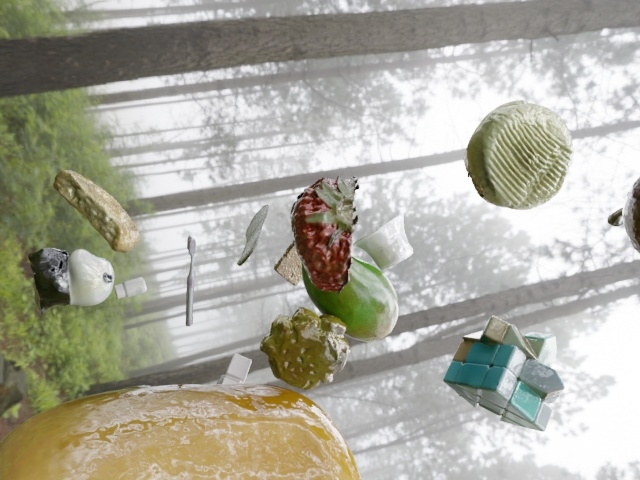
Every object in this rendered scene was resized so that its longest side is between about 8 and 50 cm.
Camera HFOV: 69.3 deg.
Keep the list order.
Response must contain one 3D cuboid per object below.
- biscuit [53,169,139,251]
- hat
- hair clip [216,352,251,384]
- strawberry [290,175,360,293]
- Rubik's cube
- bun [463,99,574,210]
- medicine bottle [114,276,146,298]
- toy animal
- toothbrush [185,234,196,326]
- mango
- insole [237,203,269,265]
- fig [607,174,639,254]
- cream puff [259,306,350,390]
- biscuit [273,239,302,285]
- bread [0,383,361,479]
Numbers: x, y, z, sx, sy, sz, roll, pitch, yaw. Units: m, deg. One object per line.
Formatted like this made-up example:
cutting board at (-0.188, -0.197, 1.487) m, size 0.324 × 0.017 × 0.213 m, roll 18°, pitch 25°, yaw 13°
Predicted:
biscuit at (-0.620, -0.084, 1.320) m, size 0.274 × 0.091 × 0.213 m, roll 44°, pitch -6°, yaw -5°
hat at (0.204, 0.015, 1.420) m, size 0.126 × 0.203 × 0.203 m, roll 61°, pitch -15°, yaw 5°
hair clip at (-0.278, 0.460, 1.324) m, size 0.331 × 0.085 × 0.101 m, roll -77°, pitch -170°, yaw -64°
strawberry at (0.002, -0.018, 1.055) m, size 0.280 × 0.150 × 0.254 m, roll 104°, pitch -8°, yaw -74°
Rubik's cube at (0.451, 0.302, 1.109) m, size 0.224 × 0.213 × 0.265 m, roll 42°, pitch -23°, yaw -16°
bun at (0.389, -0.173, 0.942) m, size 0.134 × 0.220 × 0.221 m, roll -138°, pitch -141°, yaw -78°
medicine bottle at (-0.602, 0.152, 1.468) m, size 0.052 × 0.089 × 0.052 m, roll 38°, pitch -44°, yaw 49°
toy animal at (-0.585, 0.092, 1.096) m, size 0.166 × 0.179 × 0.138 m, roll 127°, pitch -45°, yaw -56°
toothbrush at (-0.402, 0.132, 1.423) m, size 0.029 × 0.024 × 0.354 m, roll 45°, pitch -44°, yaw 38°
mango at (0.090, 0.151, 1.388) m, size 0.382 × 0.225 × 0.201 m, roll 51°, pitch 38°, yaw -21°
insole at (-0.200, -0.028, 1.389) m, size 0.119 × 0.009 × 0.348 m, roll -46°, pitch -162°, yaw 21°
fig at (0.623, -0.046, 0.851) m, size 0.321 × 0.216 × 0.217 m, roll -162°, pitch -118°, yaw -86°
cream puff at (-0.043, 0.294, 1.295) m, size 0.196 × 0.244 × 0.244 m, roll 8°, pitch -71°, yaw 60°
biscuit at (-0.059, 0.039, 1.644) m, size 0.026 × 0.237 × 0.131 m, roll 28°, pitch -12°, yaw 46°
bread at (-0.162, 0.294, 0.518) m, size 0.348 × 0.376 × 0.253 m, roll -34°, pitch -125°, yaw 53°
